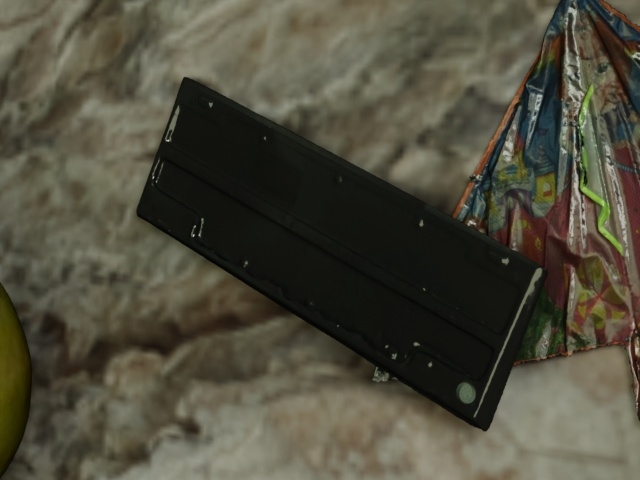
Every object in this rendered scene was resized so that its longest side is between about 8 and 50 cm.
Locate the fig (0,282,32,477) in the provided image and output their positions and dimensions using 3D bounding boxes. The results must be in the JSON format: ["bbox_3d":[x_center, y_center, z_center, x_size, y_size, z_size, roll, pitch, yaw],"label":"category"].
[{"bbox_3d":[-0.187,0.050,0.747,0.136,0.121,0.153,-20,76,32],"label":"fig"}]

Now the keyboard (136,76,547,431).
[{"bbox_3d":[0.000,0.000,0.659,0.198,0.010,0.063,30,105,40],"label":"keyboard"}]

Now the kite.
[{"bbox_3d":[0.105,0.002,0.582,0.232,0.009,0.189,-17,78,38],"label":"kite"}]
